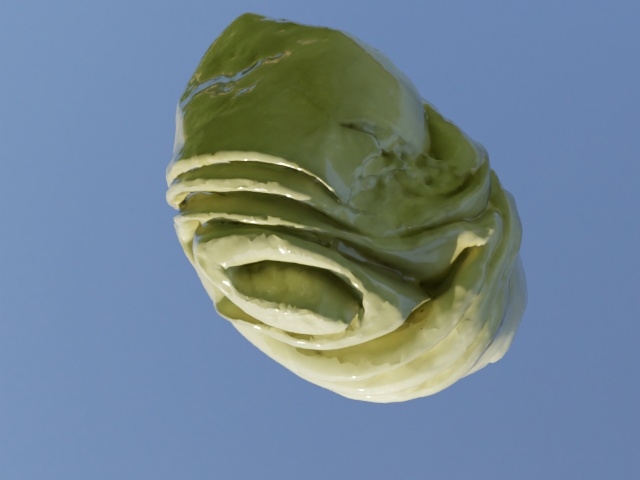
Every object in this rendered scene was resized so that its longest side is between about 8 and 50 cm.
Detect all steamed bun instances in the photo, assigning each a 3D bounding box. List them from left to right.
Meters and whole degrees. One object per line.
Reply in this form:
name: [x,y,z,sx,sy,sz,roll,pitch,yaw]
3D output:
steamed bun: [0.002,0.001,1.154,0.276,0.289,0.203,21,-121,44]
